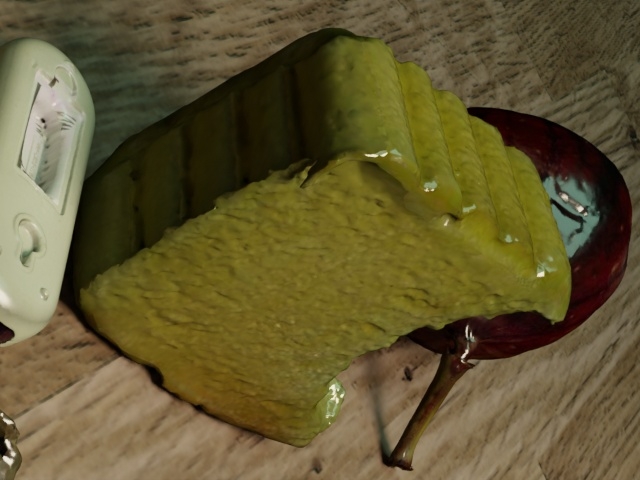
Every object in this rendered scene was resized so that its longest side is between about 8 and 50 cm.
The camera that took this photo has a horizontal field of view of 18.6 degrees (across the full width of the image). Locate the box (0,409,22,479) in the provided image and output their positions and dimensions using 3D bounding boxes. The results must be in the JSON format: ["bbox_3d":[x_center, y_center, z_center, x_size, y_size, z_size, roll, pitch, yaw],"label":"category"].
[{"bbox_3d":[-0.251,0.079,0.571,0.273,0.184,0.143,36,45,-28],"label":"box"}]

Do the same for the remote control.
[{"bbox_3d":[-0.166,-0.033,1.087,0.078,0.042,0.221,48,28,-33],"label":"remote control"}]

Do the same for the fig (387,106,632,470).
[{"bbox_3d":[0.117,0.017,1.407,0.249,0.204,0.186,-68,146,-56],"label":"fig"}]

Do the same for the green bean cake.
[{"bbox_3d":[0.000,0.000,1.150,0.233,0.236,0.124,37,35,-41],"label":"green bean cake"}]
